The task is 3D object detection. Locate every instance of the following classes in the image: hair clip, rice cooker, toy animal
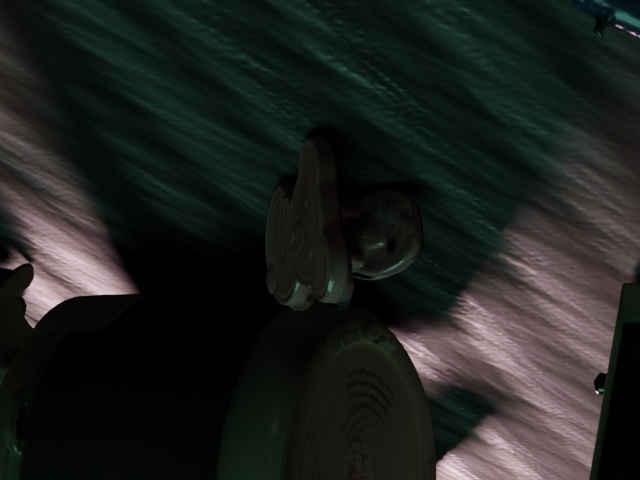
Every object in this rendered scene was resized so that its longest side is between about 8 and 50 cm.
[{"bbox_3d":[-0.008,-0.002,1.258,0.138,0.123,0.102,-13,163,38],"label":"hair clip"},{"bbox_3d":[-0.097,0.201,1.465,0.325,0.335,0.335,-3,149,29],"label":"rice cooker"},{"bbox_3d":[-0.350,0.096,1.597,0.251,0.125,0.127,-17,158,42],"label":"toy animal"}]

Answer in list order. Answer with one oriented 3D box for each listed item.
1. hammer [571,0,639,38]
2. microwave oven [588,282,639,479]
[{"bbox_3d":[0.227,-0.106,0.987,0.194,0.069,0.116,23,154,2],"label":"hammer"},{"bbox_3d":[0.327,0.263,1.274,0.247,0.394,0.333,-5,147,34],"label":"microwave oven"}]
